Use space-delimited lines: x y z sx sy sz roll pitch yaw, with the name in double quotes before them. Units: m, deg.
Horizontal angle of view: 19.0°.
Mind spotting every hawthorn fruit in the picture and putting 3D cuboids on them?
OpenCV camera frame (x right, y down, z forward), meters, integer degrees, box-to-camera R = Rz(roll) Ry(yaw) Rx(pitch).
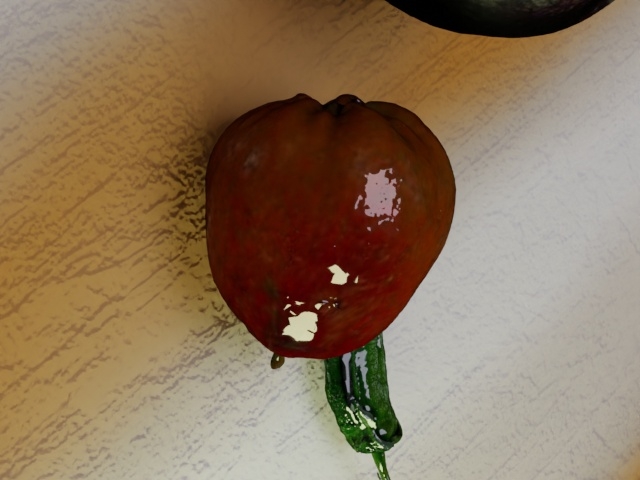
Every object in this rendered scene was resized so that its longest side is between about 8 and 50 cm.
"hawthorn fruit" 0.000 0.000 1.661 0.224 0.224 0.261 -2 109 -44

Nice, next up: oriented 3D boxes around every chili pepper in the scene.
"chili pepper" 0.046 0.111 1.801 0.122 0.065 0.279 8 82 -40

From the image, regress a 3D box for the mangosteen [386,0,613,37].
"mangosteen" 0.167 -0.383 1.642 0.382 0.435 0.382 14 59 -25
